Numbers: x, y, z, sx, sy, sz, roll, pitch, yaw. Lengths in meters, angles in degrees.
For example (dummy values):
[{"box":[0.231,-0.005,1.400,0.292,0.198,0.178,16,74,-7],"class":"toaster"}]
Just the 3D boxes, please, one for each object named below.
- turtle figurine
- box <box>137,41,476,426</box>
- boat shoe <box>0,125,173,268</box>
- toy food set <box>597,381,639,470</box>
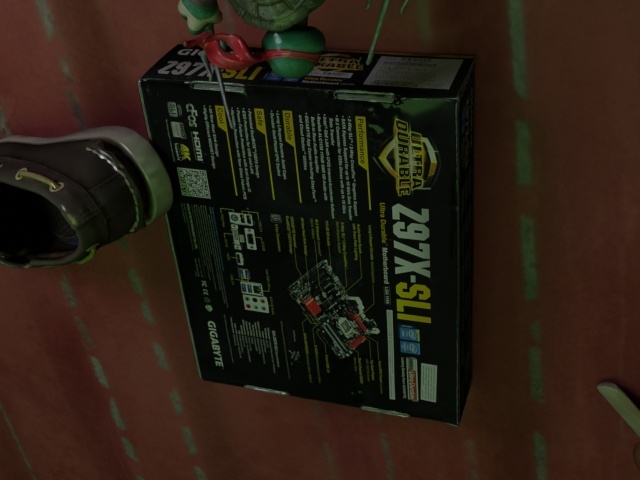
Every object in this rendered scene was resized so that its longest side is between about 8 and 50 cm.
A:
[{"box":[-0.018,-0.192,0.596,0.175,0.118,0.234,-1,97,5],"class":"turtle figurine"},{"box":[0.000,0.000,0.777,0.257,0.079,0.322,5,125,18],"class":"box"},{"box":[-0.265,-0.028,0.815,0.324,0.097,0.116,-3,117,44],"class":"boat shoe"},{"box":[0.312,0.175,0.711,0.128,0.071,0.218,52,152,-11],"class":"toy food set"}]
